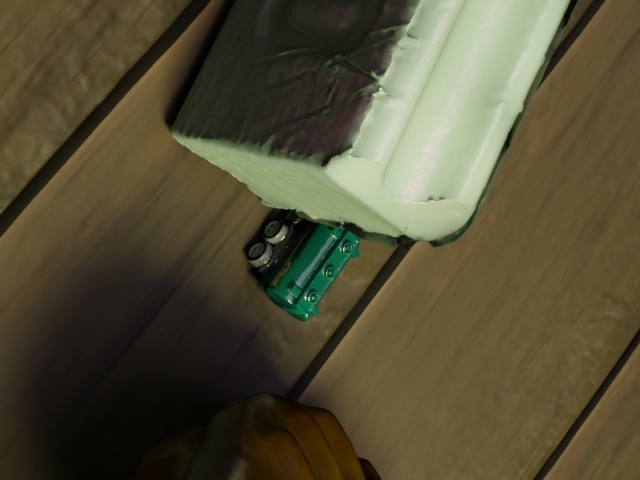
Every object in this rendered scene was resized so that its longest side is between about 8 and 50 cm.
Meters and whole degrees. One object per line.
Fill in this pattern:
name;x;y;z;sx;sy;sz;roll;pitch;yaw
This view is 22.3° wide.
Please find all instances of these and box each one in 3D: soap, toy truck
soap;0.046;-0.135;0.762;0.094;0.150;0.261;33;79;-43
toy truck;0.000;0.000;0.829;0.083;0.044;0.039;-54;131;-15

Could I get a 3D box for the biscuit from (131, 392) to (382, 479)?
biscuit;0.003;0.227;0.732;0.103;0.332;0.332;-19;121;11
